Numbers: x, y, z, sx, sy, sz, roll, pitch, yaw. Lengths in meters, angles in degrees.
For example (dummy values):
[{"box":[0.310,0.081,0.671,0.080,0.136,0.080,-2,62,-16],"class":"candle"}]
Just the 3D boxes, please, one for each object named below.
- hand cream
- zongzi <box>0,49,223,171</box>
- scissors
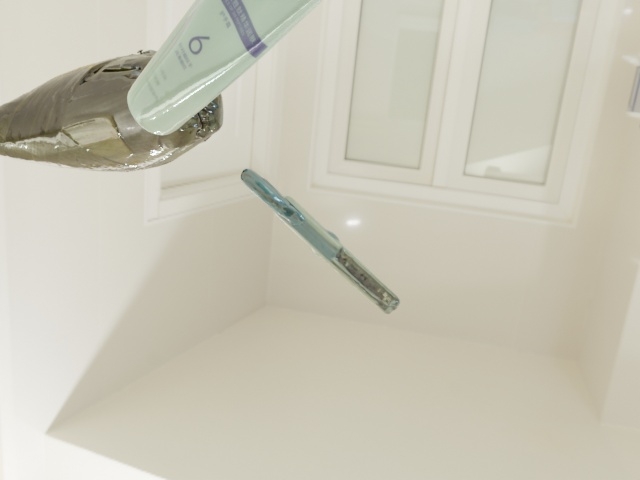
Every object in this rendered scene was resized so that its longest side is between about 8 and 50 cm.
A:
[{"box":[-0.100,-0.216,0.625,0.320,0.109,0.067,-31,172,37],"class":"hand cream"},{"box":[-0.413,-0.207,1.033,0.431,0.208,0.403,-15,-166,-29],"class":"zongzi"},{"box":[0.000,0.000,0.859,0.289,0.041,0.138,41,-179,11],"class":"scissors"}]
